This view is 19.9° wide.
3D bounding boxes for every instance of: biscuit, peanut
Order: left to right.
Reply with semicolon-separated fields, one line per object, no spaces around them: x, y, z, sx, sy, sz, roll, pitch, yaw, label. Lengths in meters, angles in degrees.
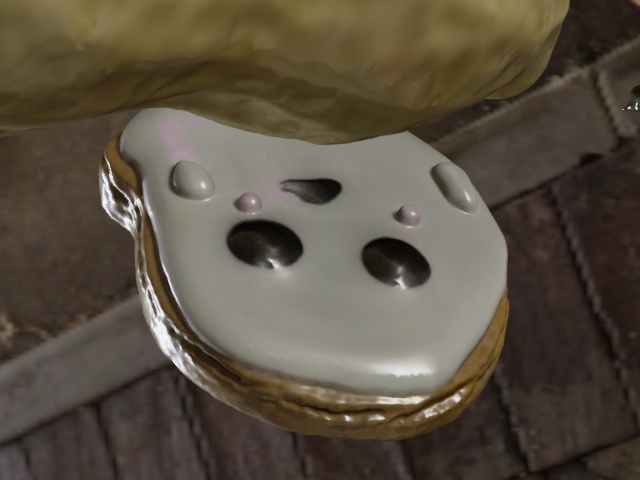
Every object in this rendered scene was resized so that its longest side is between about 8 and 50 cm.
-0.029;-0.087;0.506;0.123;0.257;0.123;7;99;53;peanut
0.000;0.000;0.818;0.208;0.181;0.049;-112;28;-46;biscuit

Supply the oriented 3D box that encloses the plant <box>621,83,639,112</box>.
0.424;-0.116;1.527;0.312;0.215;0.213;34;68;-2;plant
